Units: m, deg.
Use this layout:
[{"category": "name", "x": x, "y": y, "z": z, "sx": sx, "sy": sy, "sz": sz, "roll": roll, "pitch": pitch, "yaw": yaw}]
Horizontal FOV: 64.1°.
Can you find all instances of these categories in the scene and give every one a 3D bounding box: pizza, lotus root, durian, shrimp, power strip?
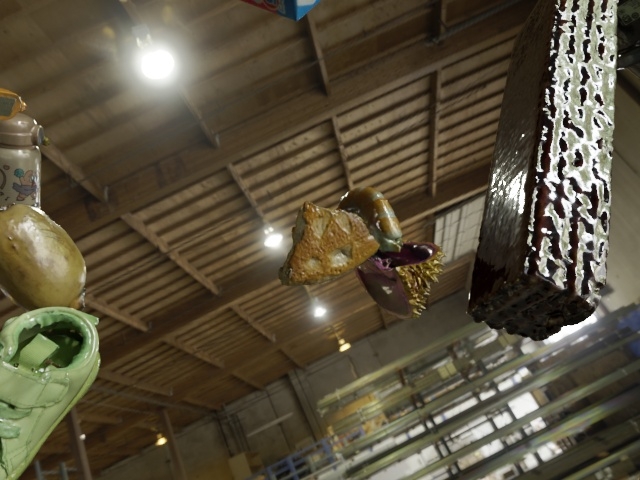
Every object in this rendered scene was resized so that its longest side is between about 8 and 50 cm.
[{"category": "pizza", "x": 0.000, "y": 0.000, "z": 0.851, "sx": 0.182, "sy": 0.062, "sz": 0.161, "roll": -30, "pitch": -55, "yaw": -14}, {"category": "lotus root", "x": -0.412, "y": 0.040, "z": 0.755, "sx": 0.118, "sy": 0.221, "sz": 0.125, "roll": -23, "pitch": 21, "yaw": 26}, {"category": "durian", "x": 0.164, "y": 0.082, "z": 1.076, "sx": 0.153, "sy": 0.260, "sz": 0.186, "roll": -8, "pitch": -68, "yaw": -18}, {"category": "shrimp", "x": 0.075, "y": -0.017, "z": 0.969, "sx": 0.049, "sy": 0.161, "sz": 0.166, "roll": -2, "pitch": -31, "yaw": -44}, {"category": "power strip", "x": -0.528, "y": -0.220, "z": 0.806, "sx": 0.049, "sy": 0.028, "sz": 0.178, "roll": -61, "pitch": -3, "yaw": 12}]

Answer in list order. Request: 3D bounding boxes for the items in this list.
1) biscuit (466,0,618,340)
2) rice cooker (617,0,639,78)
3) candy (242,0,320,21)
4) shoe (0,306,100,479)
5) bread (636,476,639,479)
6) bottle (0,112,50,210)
[{"category": "biscuit", "x": 0.219, "y": -0.096, "z": 0.495, "sx": 0.073, "sy": 0.388, "sz": 0.107, "roll": 18, "pitch": -26, "yaw": 0}, {"category": "rice cooker", "x": 0.592, "y": -0.431, "z": 0.872, "sx": 0.267, "sy": 0.224, "sz": 0.267, "roll": -40, "pitch": 10, "yaw": 9}, {"category": "candy", "x": -0.144, "y": -0.510, "z": 0.877, "sx": 0.100, "sy": 0.306, "sz": 0.157, "roll": -55, "pitch": -16, "yaw": -30}, {"category": "shoe", "x": -0.361, "y": 0.169, "z": 0.583, "sx": 0.262, "sy": 0.140, "sz": 0.128, "roll": -52, "pitch": -19, "yaw": -61}, {"category": "bread", "x": 0.853, "y": 0.569, "z": 1.030, "sx": 0.376, "sy": 0.253, "sz": 0.348, "roll": -23, "pitch": -36, "yaw": 19}, {"category": "bottle", "x": -0.609, "y": -0.150, "z": 1.030, "sx": 0.110, "sy": 0.097, "sz": 0.209, "roll": 8, "pitch": -67, "yaw": -17}]
